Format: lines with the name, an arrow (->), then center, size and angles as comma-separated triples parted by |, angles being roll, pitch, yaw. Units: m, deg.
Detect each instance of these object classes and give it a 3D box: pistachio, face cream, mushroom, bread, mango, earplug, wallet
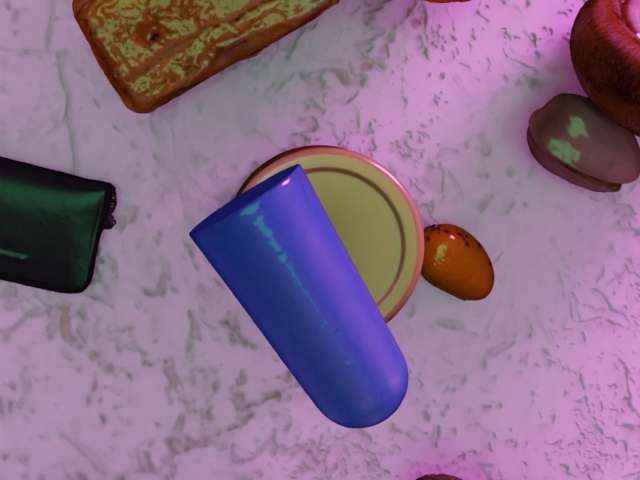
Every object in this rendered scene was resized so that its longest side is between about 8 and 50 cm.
pistachio -> 0.312, -0.114, 1.404 | 0.149, 0.113, 0.113 | 33, 92, -5
face cream -> 0.000, 0.000, 1.356 | 0.218, 0.179, 0.218 | 0, 95, -4
mushroom -> 0.409, -0.205, 1.343 | 0.253, 0.253, 0.153 | -3, 133, -4
bread -> -0.129, -0.277, 1.349 | 0.294, 0.132, 0.166 | -30, 97, -2
mango -> 0.163, 0.028, 1.432 | 0.114, 0.057, 0.079 | 43, 84, -9
earplug -> -0.006, 0.071, 1.212 | 0.132, 0.132, 0.273 | -32, 100, -1
wallet -> -0.370, -0.024, 1.400 | 0.250, 0.044, 0.149 | 15, 97, -5

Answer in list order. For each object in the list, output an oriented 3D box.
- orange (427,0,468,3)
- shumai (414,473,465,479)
orange -> 0.132, -0.410, 1.263 | 0.341, 0.340, 0.293 | -4, 126, -4
shumai -> 0.169, 0.415, 1.402 | 0.218, 0.189, 0.256 | -44, 91, -1
